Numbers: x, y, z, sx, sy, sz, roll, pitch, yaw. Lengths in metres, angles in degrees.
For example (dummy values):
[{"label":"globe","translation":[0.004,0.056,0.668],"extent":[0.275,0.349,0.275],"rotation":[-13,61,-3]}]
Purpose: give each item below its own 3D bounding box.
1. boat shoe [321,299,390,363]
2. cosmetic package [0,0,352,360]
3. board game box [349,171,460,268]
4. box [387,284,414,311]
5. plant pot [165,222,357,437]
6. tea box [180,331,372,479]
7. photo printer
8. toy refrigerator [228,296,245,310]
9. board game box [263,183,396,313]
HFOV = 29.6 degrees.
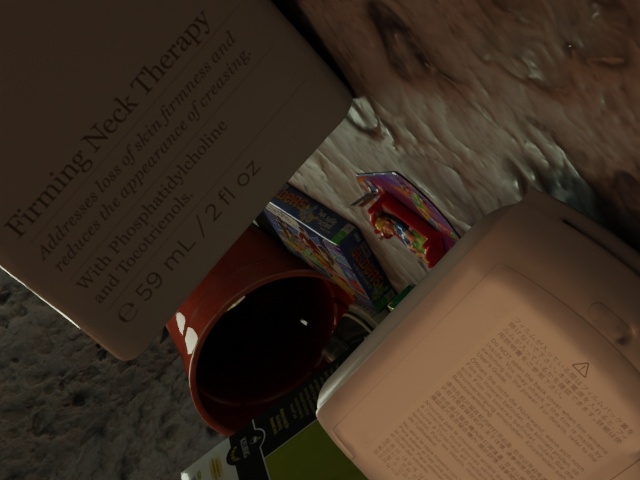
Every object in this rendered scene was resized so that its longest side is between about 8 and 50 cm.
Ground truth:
[{"label":"boat shoe","translation":[0.096,0.220,1.694],"extent":[0.121,0.119,0.335],"rotation":[29,158,54]},{"label":"cosmetic package","translation":[-0.258,-0.164,1.111],"extent":[0.394,0.329,0.327],"rotation":[44,172,-33]},{"label":"board game box","translation":[0.085,-0.008,1.235],"extent":[0.133,0.033,0.169],"rotation":[50,167,-14]},{"label":"box","translation":[0.159,0.138,1.420],"extent":[0.105,0.043,0.179],"rotation":[28,156,54]},{"label":"plant pot","translation":[-0.110,0.103,1.757],"extent":[0.265,0.272,0.272],"rotation":[45,170,51]},{"label":"tea box","translation":[0.049,0.312,1.322],"extent":[0.220,0.324,0.329],"rotation":[51,-176,-24]},{"label":"photo printer","translation":[0.165,0.123,0.942],"extent":[0.256,0.107,0.307],"rotation":[44,131,7]},{"label":"toy refrigerator","translation":[-0.083,0.158,2.153],"extent":[0.102,0.094,0.269],"rotation":[34,162,45]},{"label":"board game box","translation":[0.000,0.000,1.533],"extent":[0.201,0.035,0.136],"rotation":[34,162,45]}]
